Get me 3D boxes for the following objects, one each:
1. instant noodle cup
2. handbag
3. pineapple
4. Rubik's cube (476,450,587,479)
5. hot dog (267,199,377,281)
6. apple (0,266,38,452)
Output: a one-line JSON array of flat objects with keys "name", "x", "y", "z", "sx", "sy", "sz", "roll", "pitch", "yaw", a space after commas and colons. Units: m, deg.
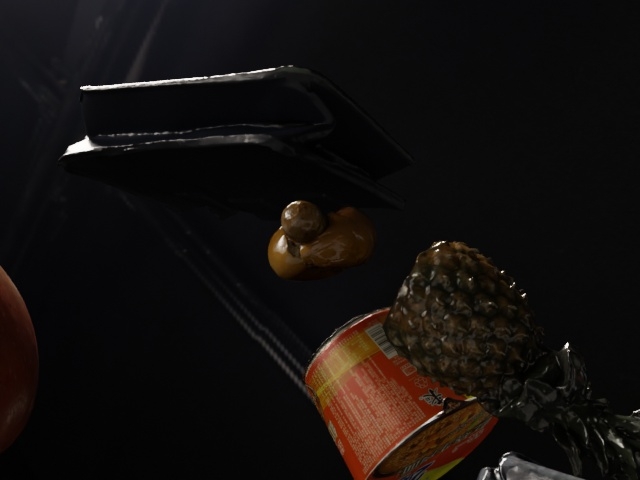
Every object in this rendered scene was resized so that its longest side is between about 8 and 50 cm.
[{"name": "instant noodle cup", "x": 0.091, "y": 0.195, "z": 1.130, "sx": 0.174, "sy": 0.213, "sz": 0.213, "roll": 53, "pitch": -54, "yaw": 30}, {"name": "handbag", "x": -0.081, "y": -0.096, "z": 0.997, "sx": 0.326, "sy": 0.269, "sz": 0.118, "roll": 3, "pitch": -105, "yaw": 33}, {"name": "pineapple", "x": 0.169, "y": 0.107, "z": 0.741, "sx": 0.251, "sy": 0.125, "sz": 0.125, "roll": 37, "pitch": -61, "yaw": 17}, {"name": "Rubik's cube", "x": 0.188, "y": 0.286, "z": 0.456, "sx": 0.260, "sy": 0.259, "sz": 0.255, "roll": 10, "pitch": -117, "yaw": 35}, {"name": "hot dog", "x": -0.002, "y": 0.001, "z": 0.774, "sx": 0.090, "sy": 0.140, "sz": 0.060, "roll": -21, "pitch": -96, "yaw": 24}, {"name": "apple", "x": -0.424, "y": 0.133, "z": 0.826, "sx": 0.277, "sy": 0.348, "sz": 0.348, "roll": 50, "pitch": -52, "yaw": -3}]
